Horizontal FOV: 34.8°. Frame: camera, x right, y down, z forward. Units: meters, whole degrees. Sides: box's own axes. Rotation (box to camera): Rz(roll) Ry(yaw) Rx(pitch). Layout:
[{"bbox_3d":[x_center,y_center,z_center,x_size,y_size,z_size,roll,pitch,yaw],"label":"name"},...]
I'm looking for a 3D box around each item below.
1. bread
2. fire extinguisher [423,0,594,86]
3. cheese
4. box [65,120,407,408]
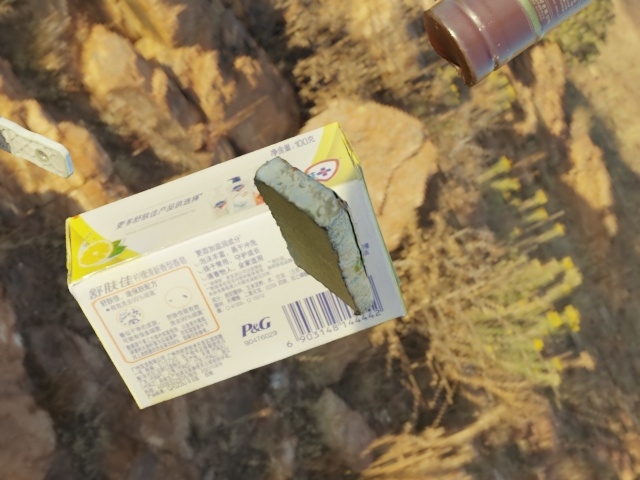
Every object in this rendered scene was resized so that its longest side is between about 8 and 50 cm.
[{"bbox_3d":[0.000,0.000,0.686,0.068,0.028,0.153,36,-15,24],"label":"bread"},{"bbox_3d":[0.119,-0.141,0.485,0.078,0.157,0.045,55,-3,-4],"label":"fire extinguisher"},{"bbox_3d":[-0.358,-0.126,1.063,0.050,0.256,0.127,-50,152,-37],"label":"cheese"},{"bbox_3d":[-0.072,0.024,0.909,0.097,0.265,0.168,-109,177,-53],"label":"box"}]
